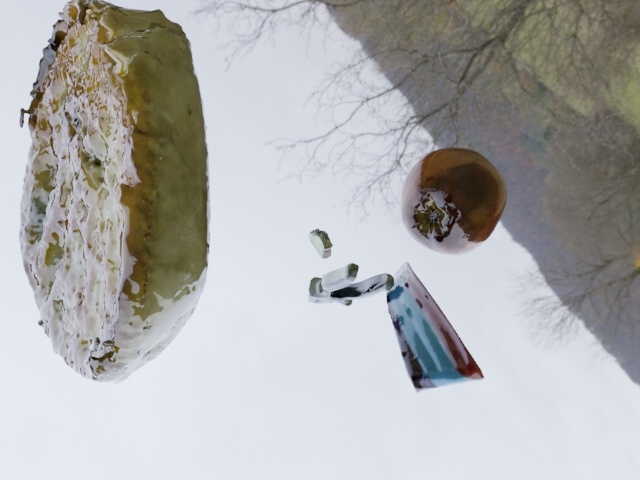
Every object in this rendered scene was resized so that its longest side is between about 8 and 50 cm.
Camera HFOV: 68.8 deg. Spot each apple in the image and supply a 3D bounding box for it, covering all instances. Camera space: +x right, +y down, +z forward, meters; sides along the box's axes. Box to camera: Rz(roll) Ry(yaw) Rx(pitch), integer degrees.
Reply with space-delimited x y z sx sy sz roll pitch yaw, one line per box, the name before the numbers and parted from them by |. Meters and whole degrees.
apple | 0.269 -0.081 0.973 0.230 0.230 0.230 37 -156 -20

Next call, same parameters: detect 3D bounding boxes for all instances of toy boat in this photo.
toy boat | 0.150 0.121 0.697 0.392 0.079 0.136 -73 -40 -78

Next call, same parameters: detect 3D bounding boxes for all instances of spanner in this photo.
spanner | 0.031 0.093 0.884 0.096 0.325 0.040 17 -108 -13

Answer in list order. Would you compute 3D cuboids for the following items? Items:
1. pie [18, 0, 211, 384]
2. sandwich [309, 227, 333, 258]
pie | -0.189 -0.037 0.404 0.092 0.315 0.315 -1 -130 -47
sandwich | 0.000 0.000 1.543 0.036 0.093 0.105 -25 -121 -21
